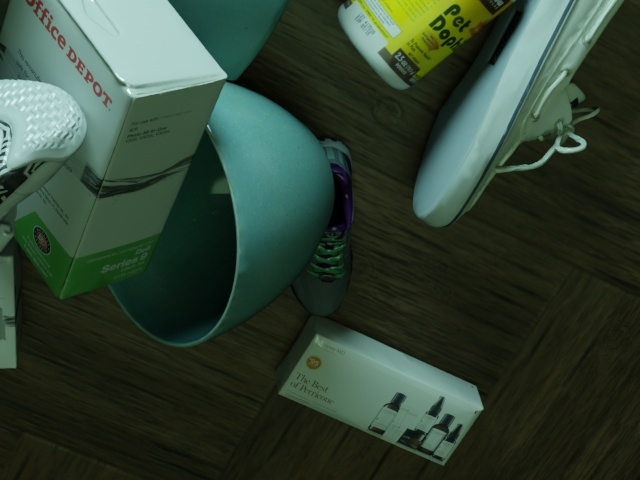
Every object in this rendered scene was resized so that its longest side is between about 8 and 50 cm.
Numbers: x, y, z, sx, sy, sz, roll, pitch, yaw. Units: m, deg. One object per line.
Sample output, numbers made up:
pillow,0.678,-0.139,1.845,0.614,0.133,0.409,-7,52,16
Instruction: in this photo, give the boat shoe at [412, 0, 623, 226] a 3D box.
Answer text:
boat shoe,0.244,-0.160,1.663,0.156,0.136,0.367,23,101,-19

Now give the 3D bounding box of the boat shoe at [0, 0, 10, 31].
boat shoe,-0.373,-0.175,1.596,0.109,0.091,0.305,35,102,-16

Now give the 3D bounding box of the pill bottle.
pill bottle,0.131,-0.267,1.596,0.215,0.117,0.117,-39,113,13

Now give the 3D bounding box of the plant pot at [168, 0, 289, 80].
plant pot,-0.103,-0.297,1.538,0.166,0.165,0.234,14,120,-12

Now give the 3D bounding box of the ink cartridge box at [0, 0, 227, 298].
ink cartridge box,-0.232,-0.119,1.498,0.122,0.211,0.289,-17,148,-39

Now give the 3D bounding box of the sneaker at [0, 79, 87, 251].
sneaker,-0.348,-0.008,1.457,0.366,0.137,0.210,-29,141,12

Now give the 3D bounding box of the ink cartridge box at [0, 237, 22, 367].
ink cartridge box,-0.375,0.075,1.717,0.060,0.104,0.180,0,116,-7

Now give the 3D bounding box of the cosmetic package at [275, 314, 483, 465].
cosmetic package,0.072,0.184,1.838,0.239,0.060,0.099,25,110,-16

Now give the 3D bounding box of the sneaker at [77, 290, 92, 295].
sneaker,-0.285,0.011,1.735,0.042,0.067,0.118,-6,146,-6

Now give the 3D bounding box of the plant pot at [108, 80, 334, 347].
plant pot,-0.100,-0.049,1.617,0.195,0.290,0.290,-14,122,-38

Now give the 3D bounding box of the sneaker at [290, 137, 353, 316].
sneaker,0.000,0.000,1.721,0.083,0.098,0.223,-2,115,-5
